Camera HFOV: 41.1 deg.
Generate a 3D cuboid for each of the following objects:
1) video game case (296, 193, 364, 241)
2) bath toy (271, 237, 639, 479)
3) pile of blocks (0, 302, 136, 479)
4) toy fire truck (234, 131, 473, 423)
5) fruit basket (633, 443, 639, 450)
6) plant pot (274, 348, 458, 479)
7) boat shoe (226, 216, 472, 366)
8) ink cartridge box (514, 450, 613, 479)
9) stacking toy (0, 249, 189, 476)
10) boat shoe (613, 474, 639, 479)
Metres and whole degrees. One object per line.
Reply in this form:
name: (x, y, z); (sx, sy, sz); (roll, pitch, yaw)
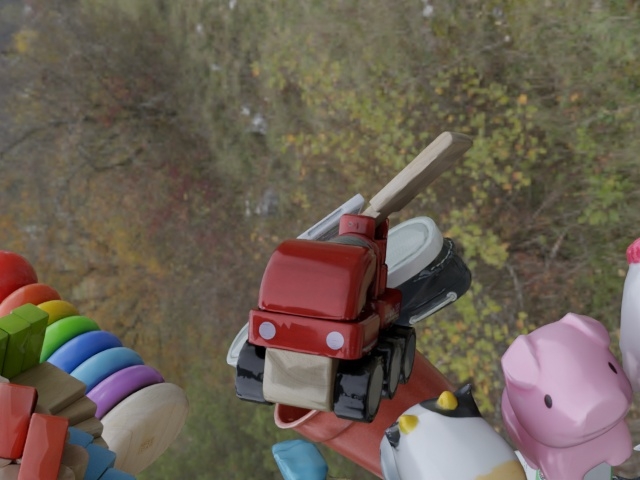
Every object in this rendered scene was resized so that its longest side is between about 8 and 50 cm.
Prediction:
video game case: (0.000, 0.000, 1.619); (0.022, 0.173, 0.190); (51, 162, 11)
bath toy: (0.145, 0.110, 0.579); (0.129, 0.348, 0.151); (66, 168, -6)
pile of blocks: (-0.185, 0.119, 0.546); (0.362, 0.149, 0.113); (39, 120, 37)
toy fire truck: (0.039, 0.020, 0.770); (0.217, 0.158, 0.246); (-12, -72, -72)
fruit basket: (0.842, 0.342, 1.658); (0.353, 0.327, 0.165); (-48, 47, 49)
plant pot: (0.106, 0.283, 1.486); (0.272, 0.265, 0.272); (-47, 14, 15)
boat shoe: (0.027, 0.087, 0.965); (0.302, 0.091, 0.114); (-29, 27, 28)
ink cartridge box: (0.283, 0.361, 1.134); (0.208, 0.087, 0.153); (143, 142, -61)
stacking toy: (-0.307, 0.125, 1.001); (0.330, 0.141, 0.141); (41, 140, 22)
boat shoe: (0.522, 0.426, 1.395); (0.340, 0.113, 0.127); (1, 140, 39)
